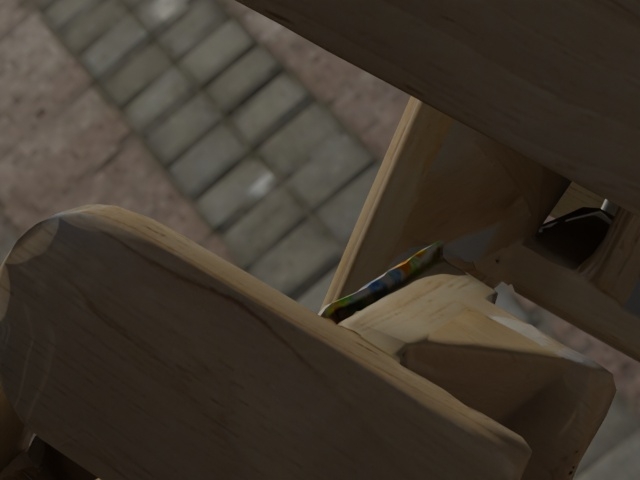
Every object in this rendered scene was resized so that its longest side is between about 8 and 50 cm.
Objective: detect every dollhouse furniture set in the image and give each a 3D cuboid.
[{"bbox_3d":[0.000,0.000,0.661,0.256,0.362,0.394,30,113,17],"label":"dollhouse furniture set"}]
